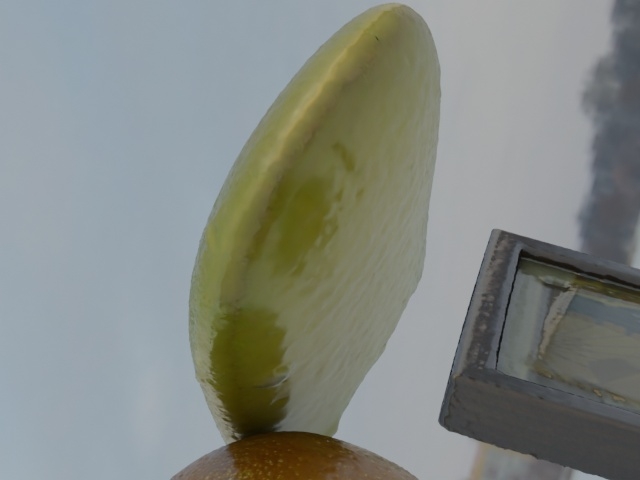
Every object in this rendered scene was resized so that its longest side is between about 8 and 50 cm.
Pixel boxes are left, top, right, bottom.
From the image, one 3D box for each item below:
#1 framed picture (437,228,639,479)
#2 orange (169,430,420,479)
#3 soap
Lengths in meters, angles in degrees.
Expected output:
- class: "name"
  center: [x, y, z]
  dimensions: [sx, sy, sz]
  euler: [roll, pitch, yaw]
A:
- class: "framed picture"
  center: [0.116, 0.046, 0.667]
  dimensions: [0.168, 0.128, 0.023]
  euler: [-60, -14, -69]
- class: "orange"
  center: [-0.019, 0.276, 1.349]
  dimensions: [0.274, 0.274, 0.274]
  euler: [16, -90, -80]
- class: "soap"
  center: [-0.003, -0.001, 1.356]
  dimensions: [0.306, 0.115, 0.427]
  euler: [-50, -18, -23]
